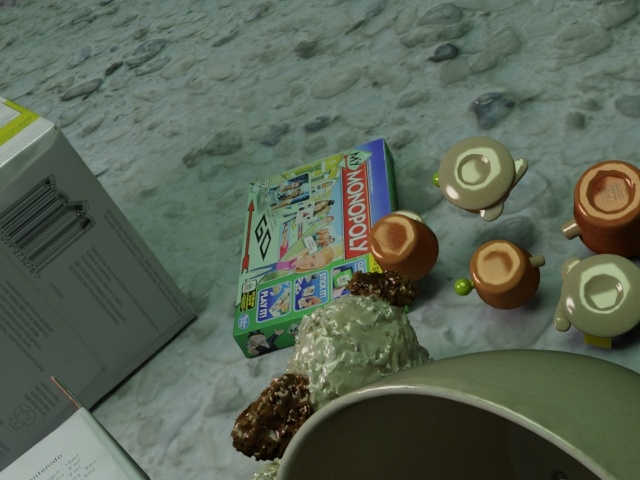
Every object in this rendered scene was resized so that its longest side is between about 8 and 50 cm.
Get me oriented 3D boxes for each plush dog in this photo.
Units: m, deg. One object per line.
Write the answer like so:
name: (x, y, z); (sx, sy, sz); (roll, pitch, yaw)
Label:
plush dog: (0.042, 0.153, 0.839); (0.211, 0.225, 0.262); (9, 50, 40)

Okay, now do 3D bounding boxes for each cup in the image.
cup: (0.166, 0.209, 0.660); (0.331, 0.330, 0.237); (7, 22, 38)

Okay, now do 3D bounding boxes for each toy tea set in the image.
toy tea set: (0.222, -0.003, 1.017); (0.336, 0.124, 0.199); (14, 80, 27)

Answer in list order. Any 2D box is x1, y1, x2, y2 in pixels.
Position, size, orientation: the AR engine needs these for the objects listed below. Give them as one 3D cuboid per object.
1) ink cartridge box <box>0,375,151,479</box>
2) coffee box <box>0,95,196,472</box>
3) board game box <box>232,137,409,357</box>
ink cartridge box: (-0.130, 0.291, 0.712); (0.130, 0.309, 0.272); (-40, 37, -16)
coffee box: (-0.443, 0.042, 1.193); (0.338, 0.337, 0.334); (-43, 38, -18)
board game box: (0.000, 0.000, 1.208); (0.214, 0.046, 0.317); (-18, 37, 14)
